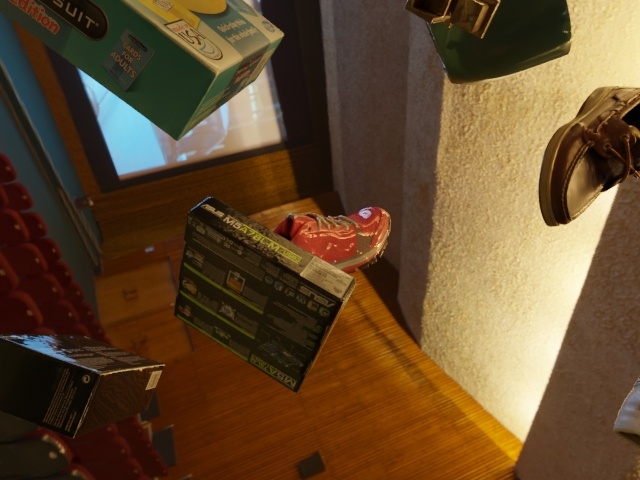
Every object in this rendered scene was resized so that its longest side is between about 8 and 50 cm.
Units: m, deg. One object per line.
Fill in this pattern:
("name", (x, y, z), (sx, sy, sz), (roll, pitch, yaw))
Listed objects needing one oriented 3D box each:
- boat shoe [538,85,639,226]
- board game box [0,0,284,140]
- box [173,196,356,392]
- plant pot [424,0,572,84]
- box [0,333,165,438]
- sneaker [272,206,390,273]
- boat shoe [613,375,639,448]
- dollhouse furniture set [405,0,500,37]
("boat shoe", (0.480, -0.152, 0.768), (0.123, 0.342, 0.123), (9, -43, 51))
("board game box", (-0.216, -0.269, 0.454), (0.336, 0.079, 0.254), (36, 29, -12))
("box", (-0.075, 0.069, 0.531), (0.190, 0.045, 0.184), (29, -47, 9))
("plant pot", (0.358, -0.477, 0.991), (0.293, 0.235, 0.293), (52, 25, -35))
("box", (-0.410, 0.233, 0.780), (0.261, 0.184, 0.103), (80, 30, -78))
("sneaker", (0.000, 0.000, 0.813), (0.116, 0.313, 0.136), (26, -39, 52))
("boat shoe", (0.505, 0.309, 0.493), (0.367, 0.156, 0.136), (38, -14, 30))
("dollhouse furniture set", (0.195, -0.236, 0.392), (0.182, 0.101, 0.161), (43, -42, 21))
